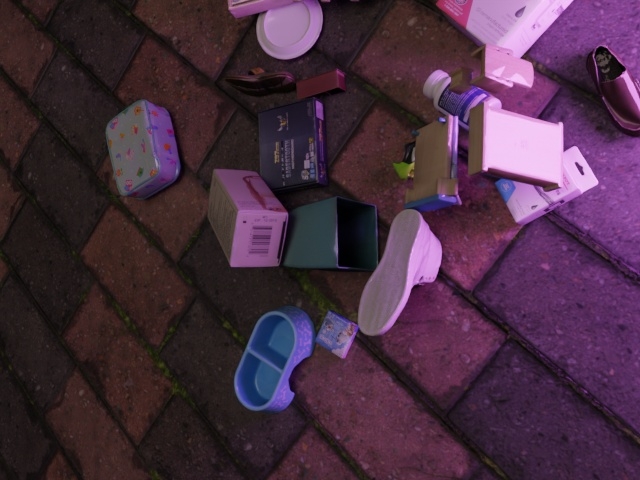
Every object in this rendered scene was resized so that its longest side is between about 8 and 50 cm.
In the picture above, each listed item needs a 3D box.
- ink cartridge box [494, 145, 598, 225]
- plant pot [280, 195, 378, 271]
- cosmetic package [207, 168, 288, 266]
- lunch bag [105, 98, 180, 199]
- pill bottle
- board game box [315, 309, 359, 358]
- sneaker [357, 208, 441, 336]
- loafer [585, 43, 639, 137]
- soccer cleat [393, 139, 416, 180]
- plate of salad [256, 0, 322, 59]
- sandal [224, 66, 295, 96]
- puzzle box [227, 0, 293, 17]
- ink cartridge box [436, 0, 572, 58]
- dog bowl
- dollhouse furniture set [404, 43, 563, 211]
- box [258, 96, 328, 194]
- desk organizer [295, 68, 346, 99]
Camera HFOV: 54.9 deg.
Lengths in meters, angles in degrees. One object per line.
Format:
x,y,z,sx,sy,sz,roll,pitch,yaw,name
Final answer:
0.481,-0.122,1.316,0.180,0.060,0.104,-32,68,23,ink cartridge box
0.000,0.000,1.528,0.234,0.165,0.166,-8,79,39,plant pot
-0.192,-0.063,1.567,0.296,0.129,0.153,-128,43,-56,cosmetic package
-0.554,-0.280,1.910,0.224,0.107,0.279,-27,69,30,lunch bag
0.320,-0.321,1.415,0.169,0.094,0.094,42,105,27,pill bottle
0.041,0.235,1.550,0.090,0.020,0.090,27,99,30,board game box
0.194,0.096,1.386,0.108,0.169,0.293,15,75,39,sneaker
0.605,-0.307,1.258,0.080,0.078,0.220,-33,68,23,loafer
0.245,-0.221,1.469,0.179,0.060,0.072,-46,63,21,soccer cleat
-0.084,-0.599,1.713,0.199,0.048,0.200,-1,87,19,plate of salad
-0.165,-0.454,1.723,0.219,0.090,0.060,1,67,32,sandal
-0.069,-0.784,1.677,0.408,0.052,0.272,-9,80,16,puzzle box
0.433,-0.563,1.367,0.283,0.117,0.207,-48,63,17,ink cartridge box
-0.126,0.313,1.607,0.165,0.074,0.297,27,98,30,dog bowl
0.335,-0.210,1.332,0.303,0.198,0.287,162,114,-64,dollhouse furniture set
-0.076,-0.249,1.657,0.183,0.059,0.233,-7,81,30,box
0.001,-0.409,1.641,0.130,0.047,0.050,-10,81,29,desk organizer
